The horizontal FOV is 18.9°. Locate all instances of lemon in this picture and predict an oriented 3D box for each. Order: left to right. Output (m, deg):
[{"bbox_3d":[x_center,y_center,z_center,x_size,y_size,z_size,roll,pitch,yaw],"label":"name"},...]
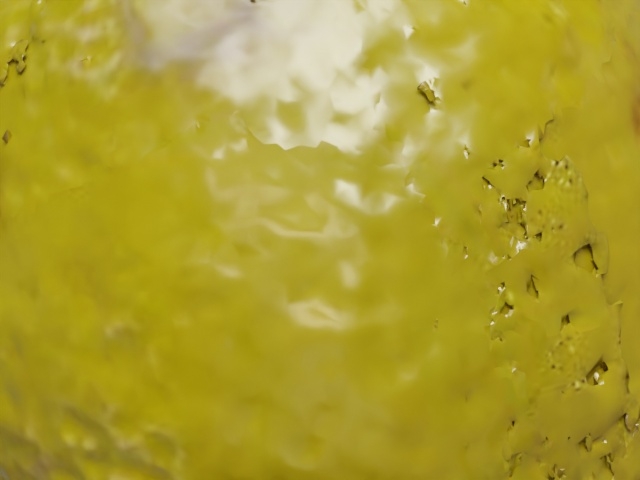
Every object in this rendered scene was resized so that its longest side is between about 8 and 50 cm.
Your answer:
[{"bbox_3d":[0.000,0.000,0.603,0.258,0.258,0.310,-152,58,-72],"label":"lemon"}]
